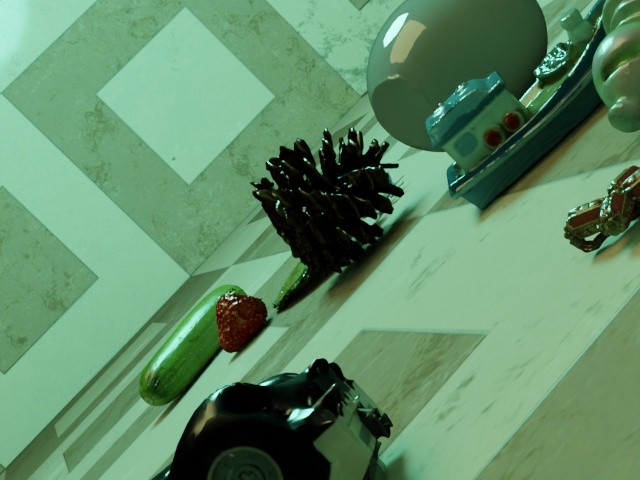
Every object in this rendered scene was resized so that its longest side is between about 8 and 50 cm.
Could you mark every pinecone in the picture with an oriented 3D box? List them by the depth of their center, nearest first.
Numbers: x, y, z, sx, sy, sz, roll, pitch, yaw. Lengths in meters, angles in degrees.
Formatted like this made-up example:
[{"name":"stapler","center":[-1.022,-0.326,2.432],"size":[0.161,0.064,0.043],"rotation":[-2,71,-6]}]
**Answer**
[{"name":"pinecone","center":[0.017,-0.055,1.476],"size":[0.165,0.163,0.163],"rotation":[-36,5,-13]}]

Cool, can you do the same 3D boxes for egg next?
[{"name":"egg","center":[0.154,-0.198,1.397],"size":[0.232,0.176,0.176],"rotation":[-41,4,-26]}]

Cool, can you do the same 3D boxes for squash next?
[{"name":"squash","center":[-0.177,0.144,1.817],"size":[0.239,0.069,0.069],"rotation":[-51,9,-37]}]

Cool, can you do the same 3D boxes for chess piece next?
[{"name":"chess piece","center":[0.258,-0.180,0.980],"size":[0.139,0.139,0.272],"rotation":[-38,21,49]}]

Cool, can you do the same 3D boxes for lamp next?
[{"name":"lamp","center":[0.194,-0.029,0.798],"size":[0.083,0.031,0.063],"rotation":[-44,8,-15]}]

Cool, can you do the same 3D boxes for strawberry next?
[{"name":"strawberry","center":[-0.104,0.106,1.666],"size":[0.073,0.073,0.083],"rotation":[170,108,-78]}]

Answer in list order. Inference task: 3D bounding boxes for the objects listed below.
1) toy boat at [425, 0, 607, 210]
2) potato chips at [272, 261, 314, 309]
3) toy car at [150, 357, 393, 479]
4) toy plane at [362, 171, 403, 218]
[{"name":"toy boat","center":[0.192,-0.139,1.161],"size":[0.238,0.098,0.109],"rotation":[-43,10,14]},{"name":"potato chips","center":[0.004,0.003,1.656],"size":[0.202,0.029,0.220],"rotation":[-54,2,-17]},{"name":"toy car","center":[-0.081,0.192,0.772],"size":[0.301,0.118,0.193],"rotation":[-46,-2,4]},{"name":"toy plane","center":[0.077,-0.052,1.629],"size":[0.078,0.024,0.084],"rotation":[-35,19,53]}]
